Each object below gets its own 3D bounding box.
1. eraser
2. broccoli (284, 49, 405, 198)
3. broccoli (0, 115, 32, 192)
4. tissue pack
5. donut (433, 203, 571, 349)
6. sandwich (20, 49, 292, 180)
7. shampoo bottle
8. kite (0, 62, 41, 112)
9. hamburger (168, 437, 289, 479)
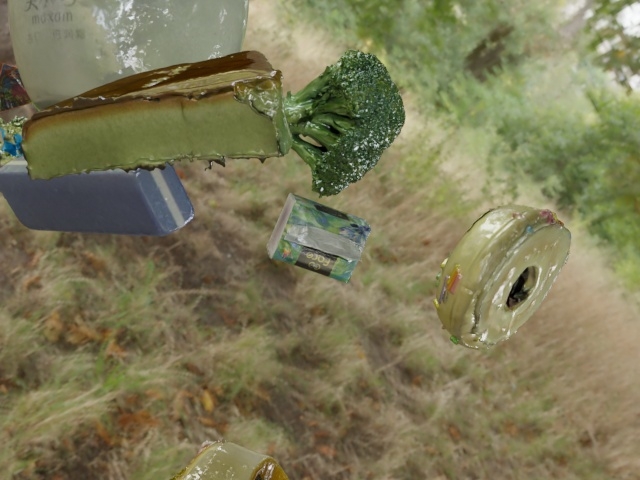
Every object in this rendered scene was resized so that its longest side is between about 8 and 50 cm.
[{"bbox_3d":[-0.237,-0.047,0.931,0.036,0.225,0.082,-58,138,-39],"label":"eraser"},{"bbox_3d":[0.039,-0.226,1.694,0.269,0.241,0.262,78,23,-48],"label":"broccoli"},{"bbox_3d":[-0.522,-0.140,1.513,0.160,0.154,0.167,5,78,-16],"label":"broccoli"},{"bbox_3d":[-0.001,0.000,1.162,0.111,0.085,0.079,20,12,-15],"label":"tissue pack"},{"bbox_3d":[0.184,0.034,0.934,0.068,0.175,0.174,37,9,32],"label":"donut"},{"bbox_3d":[-0.090,-0.117,0.735,0.212,0.244,0.063,-41,124,-53],"label":"sandwich"},{"bbox_3d":[-0.261,-0.304,1.238,0.322,0.322,0.318,7,87,-63],"label":"shampoo bottle"},{"bbox_3d":[-0.567,-0.287,1.746,0.159,0.189,0.010,63,17,-46],"label":"kite"},{"bbox_3d":[-0.105,0.311,0.944,0.173,0.116,0.210,62,30,-22],"label":"hamburger"}]
